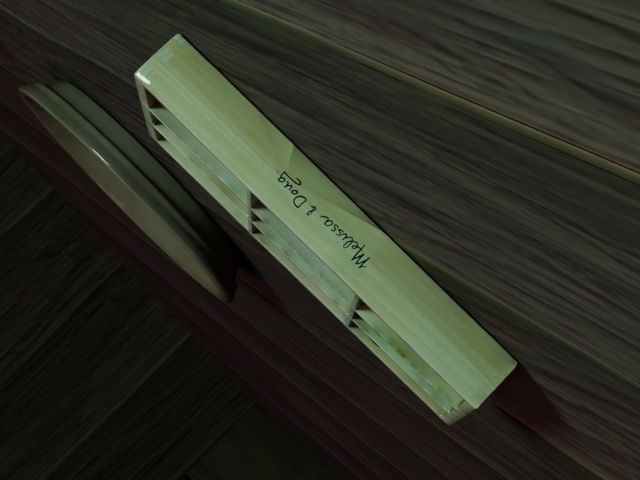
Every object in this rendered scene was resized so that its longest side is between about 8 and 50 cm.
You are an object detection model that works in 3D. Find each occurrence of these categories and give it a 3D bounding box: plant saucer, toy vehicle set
[{"bbox_3d":[-0.170,-0.052,1.798,0.278,0.041,0.278,43,173,7],"label":"plant saucer"},{"bbox_3d":[0.000,0.000,1.146,0.267,0.035,0.166,44,173,6],"label":"toy vehicle set"}]
